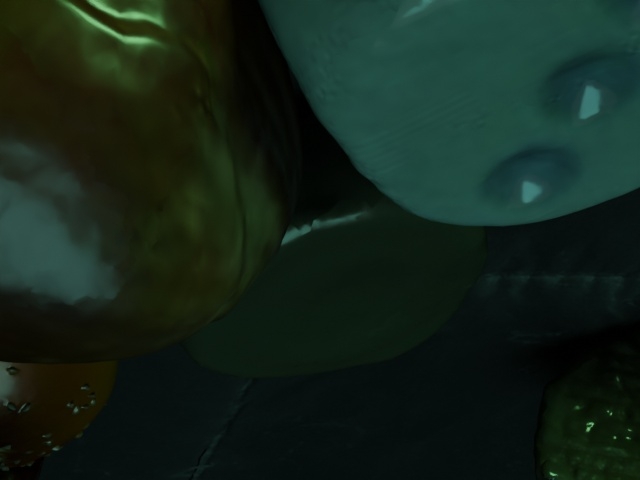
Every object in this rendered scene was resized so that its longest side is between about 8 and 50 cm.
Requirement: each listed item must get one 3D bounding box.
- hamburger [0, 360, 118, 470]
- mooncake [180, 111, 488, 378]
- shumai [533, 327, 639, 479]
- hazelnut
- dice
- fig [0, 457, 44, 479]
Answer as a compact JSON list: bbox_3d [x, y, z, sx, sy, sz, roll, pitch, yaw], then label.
[{"bbox_3d":[-0.264,0.088,1.296,0.246,0.170,0.246,-7,146,-5],"label":"hamburger"},{"bbox_3d":[0.000,0.000,1.299,0.275,0.135,0.275,-12,148,-8],"label":"mooncake"},{"bbox_3d":[0.373,0.244,1.661,0.314,0.267,0.262,-9,144,4],"label":"shumai"},{"bbox_3d":[-0.173,-0.090,0.917,0.372,0.372,0.315,21,121,-41],"label":"hazelnut"},{"bbox_3d":[0.113,-0.185,0.951,0.268,0.265,0.262,-25,145,15],"label":"dice"},{"bbox_3d":[-0.363,0.212,1.480,0.145,0.170,0.274,33,145,-31],"label":"fig"}]
